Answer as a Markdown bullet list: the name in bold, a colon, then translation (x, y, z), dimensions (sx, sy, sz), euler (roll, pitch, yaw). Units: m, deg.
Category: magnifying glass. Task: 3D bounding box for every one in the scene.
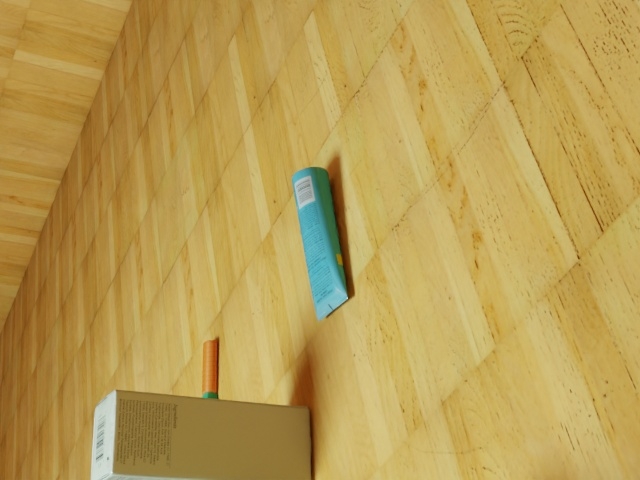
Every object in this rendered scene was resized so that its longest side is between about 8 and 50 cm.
- **magnifying glass**: translation (-0.184, 0.279, 1.662), dimensions (0.092, 0.026, 0.231), euler (-39, 48, 54)

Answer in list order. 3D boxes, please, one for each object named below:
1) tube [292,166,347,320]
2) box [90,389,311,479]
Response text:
- **tube**: translation (0.000, 0.000, 1.369), dimensions (0.080, 0.052, 0.207), euler (131, 136, -54)
- **box**: translation (-0.153, 0.267, 1.309), dimensions (0.094, 0.275, 0.113), euler (-38, 47, 54)
